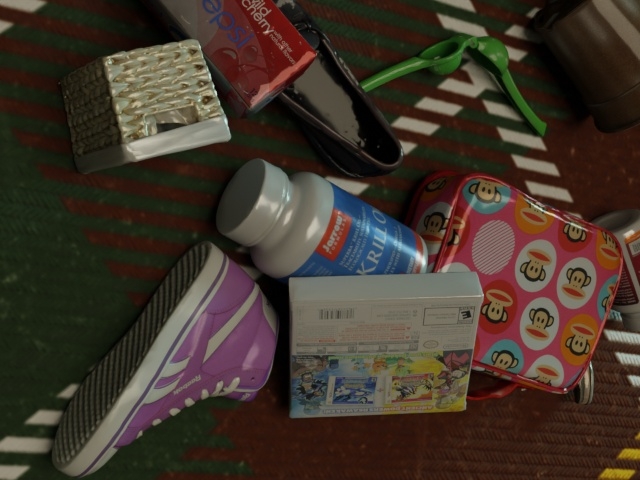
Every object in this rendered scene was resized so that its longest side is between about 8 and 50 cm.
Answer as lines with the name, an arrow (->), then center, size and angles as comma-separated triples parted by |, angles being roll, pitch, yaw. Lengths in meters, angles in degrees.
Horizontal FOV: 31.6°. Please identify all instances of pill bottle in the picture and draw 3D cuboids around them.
pill bottle -> 0.000, 0.000, 1.244 | 0.222, 0.124, 0.124 | 28, 80, -29
pill bottle -> 0.413, 0.041, 1.508 | 0.086, 0.086, 0.152 | -31, 109, -24

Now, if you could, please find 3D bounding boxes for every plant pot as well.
plant pot -> 0.366, -0.250, 1.422 | 0.165, 0.167, 0.167 | 45, 72, -18

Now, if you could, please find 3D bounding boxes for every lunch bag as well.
lunch bag -> 0.218, 0.072, 1.378 | 0.293, 0.120, 0.258 | 23, 83, -30

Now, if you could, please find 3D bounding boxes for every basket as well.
basket -> -0.177, -0.130, 1.110 | 0.113, 0.167, 0.103 | -17, 98, -28

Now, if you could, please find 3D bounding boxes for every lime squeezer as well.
lime squeezer -> 0.161, -0.201, 1.373 | 0.310, 0.059, 0.110 | 4, 125, -31

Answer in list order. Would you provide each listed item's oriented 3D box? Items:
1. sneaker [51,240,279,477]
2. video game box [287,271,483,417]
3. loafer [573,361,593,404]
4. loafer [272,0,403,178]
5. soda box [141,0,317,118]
sneaker -> -0.145, 0.157, 1.190 | 0.161, 0.102, 0.282 | 47, 72, -28
video game box -> 0.066, 0.117, 1.242 | 0.205, 0.048, 0.187 | -1, 129, -4
loafer -> 0.336, 0.156, 1.503 | 0.039, 0.045, 0.125 | -2, 88, -13
loafer -> -0.015, -0.186, 1.227 | 0.109, 0.095, 0.302 | -48, 111, -9
soda box -> -0.124, -0.250, 1.126 | 0.092, 0.083, 0.263 | -41, 94, -10
